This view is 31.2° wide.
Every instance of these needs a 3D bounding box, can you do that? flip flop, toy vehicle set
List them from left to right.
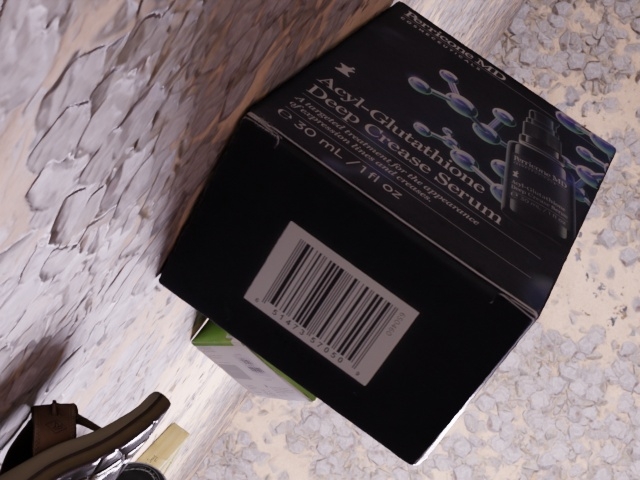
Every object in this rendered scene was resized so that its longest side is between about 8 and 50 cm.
[{"bbox_3d":[-0.220,0.171,0.896,0.277,0.080,0.112,-23,155,-52],"label":"flip flop"},{"bbox_3d":[-0.306,0.408,1.788,0.166,0.035,0.267,-57,174,25],"label":"toy vehicle set"}]

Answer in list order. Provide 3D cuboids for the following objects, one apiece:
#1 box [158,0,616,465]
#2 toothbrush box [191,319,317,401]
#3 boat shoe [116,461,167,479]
[{"bbox_3d":[0.085,-0.029,1.131,0.212,0.293,0.395,-58,175,33],"label":"box"},{"bbox_3d":[-0.009,0.054,1.446,0.283,0.122,0.206,-52,-165,-18],"label":"toothbrush box"},{"bbox_3d":[-0.244,0.279,1.141,0.306,0.113,0.105,-18,140,-55],"label":"boat shoe"}]
